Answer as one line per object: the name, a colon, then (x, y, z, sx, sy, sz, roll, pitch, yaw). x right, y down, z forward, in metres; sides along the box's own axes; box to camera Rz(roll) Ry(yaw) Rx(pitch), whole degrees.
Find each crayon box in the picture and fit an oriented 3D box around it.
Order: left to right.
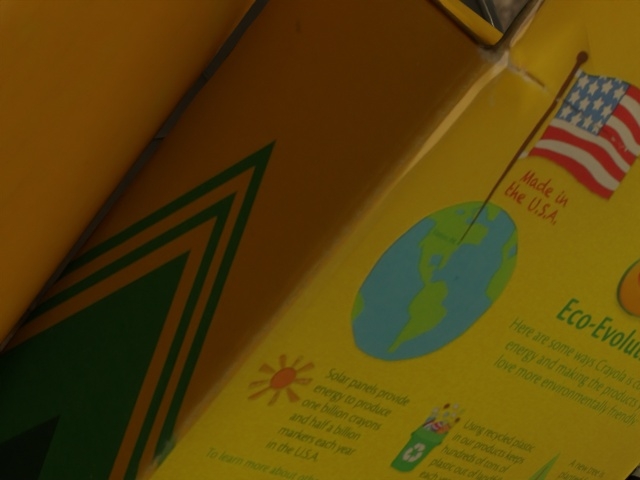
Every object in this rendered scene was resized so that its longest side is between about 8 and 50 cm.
crayon box: (0.018, 0.045, 0.431, 0.318, 0.081, 0.202, -50, 138, 12)

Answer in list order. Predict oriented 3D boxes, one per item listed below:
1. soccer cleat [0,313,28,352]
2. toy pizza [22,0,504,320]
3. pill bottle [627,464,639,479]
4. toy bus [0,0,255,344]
soccer cleat: (-0.176, 0.174, 0.511, 0.331, 0.116, 0.143, -57, 144, 4)
toy pizza: (-0.030, -0.042, 0.487, 0.201, 0.032, 0.201, -2, 98, -12)
pill bottle: (0.266, 0.295, 1.063, 0.323, 0.181, 0.181, -49, 145, -7)
toy bus: (-0.124, -0.044, 0.374, 0.332, 0.130, 0.108, -53, 145, 0)
